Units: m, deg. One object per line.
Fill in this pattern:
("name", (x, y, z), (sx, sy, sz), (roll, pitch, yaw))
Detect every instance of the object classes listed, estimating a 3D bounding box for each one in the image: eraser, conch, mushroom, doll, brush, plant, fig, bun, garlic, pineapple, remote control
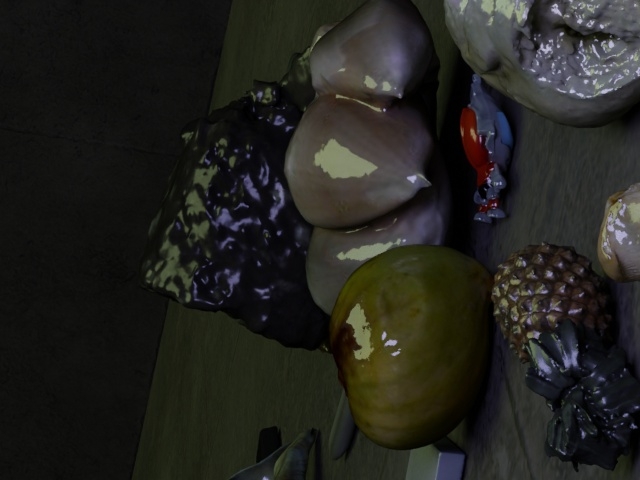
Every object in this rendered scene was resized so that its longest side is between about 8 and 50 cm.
("eraser", (0.078, 0.226, 1.524), (0.104, 0.023, 0.150), (-150, 69, -80))
("conch", (-0.060, 0.290, 2.010), (0.234, 0.137, 0.114), (-82, -22, -77))
("mushroom", (0.195, -0.030, 0.992), (0.202, 0.054, 0.059), (131, 148, -65))
("doll", (0.125, -0.070, 1.481), (0.057, 0.039, 0.114), (24, -118, -70))
("brush", (0.039, 0.109, 1.831), (0.042, 0.039, 0.299), (-93, 14, -47))
("plant", (-0.036, -0.062, 1.921), (0.215, 0.213, 0.312), (-153, 82, -82))
("fig", (0.063, 0.077, 1.455), (0.136, 0.121, 0.153), (-110, 31, -70))
("bun", (0.141, -0.158, 1.203), (0.193, 0.128, 0.178), (-103, 25, -61))
("garlic", (0.044, -0.057, 1.607), (0.325, 0.132, 0.279), (-79, -19, -64))
("pineapple", (0.145, 0.069, 1.151), (0.159, 0.074, 0.074), (-102, 22, -53))
("remote control", (-0.056, 0.298, 2.265), (0.245, 0.025, 0.063), (-100, 17, -64))

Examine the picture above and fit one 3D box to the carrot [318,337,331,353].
("carrot", (0.000, 0.000, 2.088), (0.066, 0.066, 0.314), (108, 166, -45))
